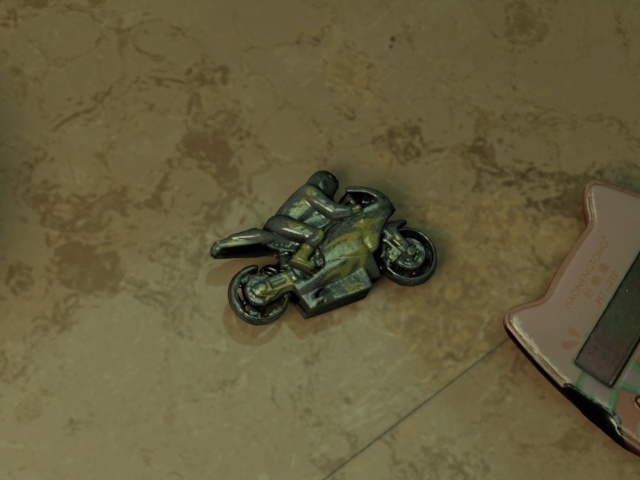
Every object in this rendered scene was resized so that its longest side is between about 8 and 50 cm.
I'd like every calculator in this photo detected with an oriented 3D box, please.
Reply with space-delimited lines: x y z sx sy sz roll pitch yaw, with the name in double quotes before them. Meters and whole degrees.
"calculator" 0.331 0.104 1.416 0.329 0.048 0.220 34 68 4

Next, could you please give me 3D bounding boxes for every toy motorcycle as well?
"toy motorcycle" 0.000 0.000 1.402 0.193 0.061 0.124 -14 73 -15
